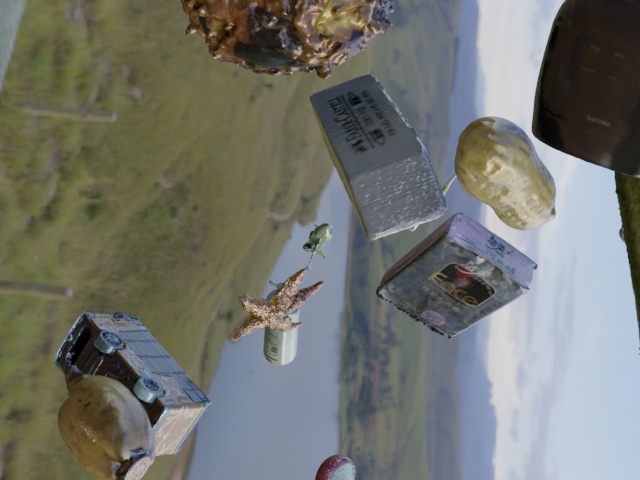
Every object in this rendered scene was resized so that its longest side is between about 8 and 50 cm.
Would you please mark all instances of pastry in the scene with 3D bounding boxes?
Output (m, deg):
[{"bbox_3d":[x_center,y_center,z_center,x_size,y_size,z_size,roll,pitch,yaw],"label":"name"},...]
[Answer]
[{"bbox_3d":[-0.079,-0.458,1.582,0.405,0.337,0.292,42,-18,36],"label":"pastry"}]

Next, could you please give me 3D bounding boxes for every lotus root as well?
[{"bbox_3d":[-0.320,0.265,1.264,0.125,0.221,0.118,-49,145,3],"label":"lotus root"}]

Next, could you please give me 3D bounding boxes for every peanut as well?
[{"bbox_3d":[0.322,-0.115,1.510,0.319,0.147,0.148,36,54,-52],"label":"peanut"}]

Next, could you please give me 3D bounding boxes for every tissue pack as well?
[{"bbox_3d":[0.338,0.094,2.183,0.361,0.259,0.122,-43,-162,54],"label":"tissue pack"}]

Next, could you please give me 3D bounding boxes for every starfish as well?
[{"bbox_3d":[-0.092,0.150,1.865,0.043,0.227,0.240,56,6,30],"label":"starfish"}]

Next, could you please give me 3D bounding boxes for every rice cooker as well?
[{"bbox_3d":[0.409,-0.215,1.105,0.267,0.267,0.225,-74,175,-67],"label":"rice cooker"}]

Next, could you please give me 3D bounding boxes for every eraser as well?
[{"bbox_3d":[0.072,-0.131,1.208,0.352,0.111,0.077,-110,-178,-58],"label":"eraser"}]

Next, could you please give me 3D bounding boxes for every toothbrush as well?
[{"bbox_3d":[0.319,-0.117,2.361,0.263,0.022,0.026,-53,-174,35],"label":"toothbrush"}]

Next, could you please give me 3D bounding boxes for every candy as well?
[{"bbox_3d":[0.032,0.524,1.908,0.103,0.043,0.103,-18,115,-43],"label":"candy"}]

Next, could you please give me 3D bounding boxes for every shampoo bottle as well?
[{"bbox_3d":[-0.093,0.195,2.082,0.262,0.085,0.085,96,2,-48],"label":"shampoo bottle"}]

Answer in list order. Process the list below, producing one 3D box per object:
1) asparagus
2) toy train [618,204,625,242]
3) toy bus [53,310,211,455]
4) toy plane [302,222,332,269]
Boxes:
[{"bbox_3d":[0.607,0.049,1.539,0.108,0.128,0.382,145,-63,-82],"label":"asparagus"},{"bbox_3d":[0.763,-0.073,1.795,0.299,0.202,0.131,-36,119,-29],"label":"toy train"},{"bbox_3d":[-0.345,0.259,1.579,0.138,0.275,0.167,-56,151,13],"label":"toy bus"},{"bbox_3d":[-0.003,-0.001,1.199,0.080,0.033,0.083,-61,173,-33],"label":"toy plane"}]
